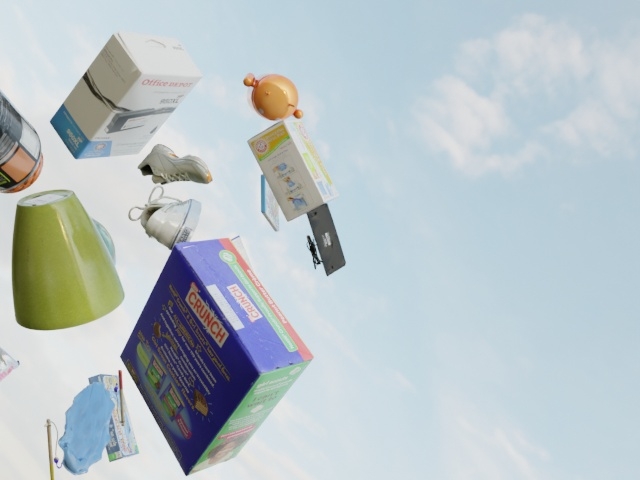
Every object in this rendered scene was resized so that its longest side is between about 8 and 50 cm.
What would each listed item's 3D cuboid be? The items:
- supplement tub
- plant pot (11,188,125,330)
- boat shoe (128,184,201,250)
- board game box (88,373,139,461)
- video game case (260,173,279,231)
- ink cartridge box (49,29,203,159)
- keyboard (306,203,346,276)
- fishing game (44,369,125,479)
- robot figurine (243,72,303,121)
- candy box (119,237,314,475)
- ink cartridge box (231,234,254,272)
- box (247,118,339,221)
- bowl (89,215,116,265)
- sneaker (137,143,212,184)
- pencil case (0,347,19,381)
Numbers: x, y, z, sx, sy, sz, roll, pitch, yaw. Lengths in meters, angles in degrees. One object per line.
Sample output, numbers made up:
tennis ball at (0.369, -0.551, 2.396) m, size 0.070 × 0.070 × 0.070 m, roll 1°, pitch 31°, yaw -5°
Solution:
supplement tub at (-0.739, -0.227, 1.613) m, size 0.193 × 0.193 × 0.316 m, roll 41°, pitch -13°, yaw 12°
plant pot at (-0.653, 0.031, 1.839) m, size 0.275 × 0.275 × 0.293 m, roll 16°, pitch -60°, yaw 42°
boat shoe at (-0.392, -0.055, 1.822) m, size 0.156 × 0.136 × 0.367 m, roll 27°, pitch 7°, yaw -12°
board game box at (-0.494, 0.422, 1.763) m, size 0.136 × 0.035 × 0.201 m, roll 76°, pitch -4°, yaw -78°
video game case at (-0.148, -0.108, 2.170) m, size 0.015 × 0.119 × 0.166 m, roll -5°, pitch -20°, yaw 10°
ink cartridge box at (-0.599, -0.442, 2.285) m, size 0.395 × 0.285 × 0.166 m, roll -42°, pitch -102°, yaw 29°
keyboard at (0.000, 0.000, 1.963) m, size 0.038 × 0.100 × 0.192 m, roll 7°, pitch -60°, yaw 53°
fishing game at (-0.478, 0.380, 1.498) m, size 0.041 × 0.264 × 0.189 m, roll 5°, pitch -73°, yaw 16°
robot figurine at (-0.132, -0.389, 1.996) m, size 0.219 × 0.128 × 0.158 m, roll -137°, pitch -153°, yaw -70°
candy box at (-0.190, 0.196, 1.247) m, size 0.268 × 0.122 × 0.317 m, roll 53°, pitch -49°, yaw 24°
ink cartridge box at (-0.337, 0.181, 2.924) m, size 0.069 × 0.176 × 0.371 m, roll 3°, pitch -64°, yaw 50°
box at (-0.060, -0.161, 1.656) m, size 0.103 × 0.114 × 0.203 m, roll -26°, pitch -89°, yaw 22°
bowl at (-0.742, 0.039, 2.225) m, size 0.163 × 0.311 × 0.311 m, roll -25°, pitch -73°, yaw 28°
sneaker at (-0.450, -0.206, 2.274) m, size 0.262 × 0.121 × 0.099 m, roll 19°, pitch -35°, yaw 31°
pencil case at (-0.982, 0.407, 2.060) m, size 0.113 × 0.273 × 0.124 m, roll 49°, pitch -32°, yaw -16°
